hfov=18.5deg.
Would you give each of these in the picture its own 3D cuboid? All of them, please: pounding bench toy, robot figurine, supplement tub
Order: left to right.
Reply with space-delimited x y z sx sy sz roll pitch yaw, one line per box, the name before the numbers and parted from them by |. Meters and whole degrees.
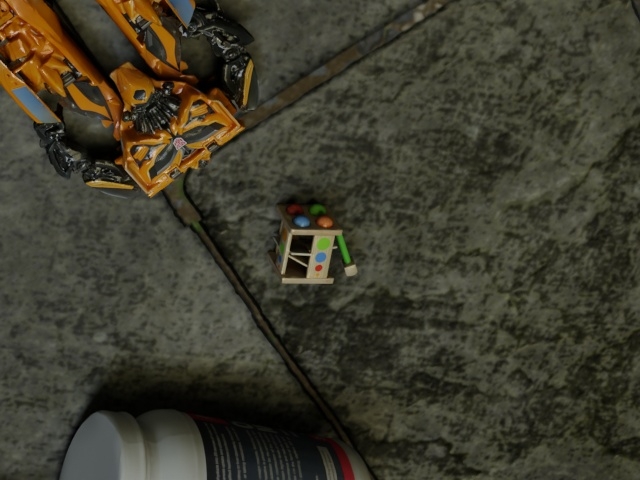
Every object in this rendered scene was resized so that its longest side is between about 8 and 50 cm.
robot figurine | -0.177 -0.155 1.682 0.211 0.085 0.291 -36 125 5
supplement tub | -0.101 0.267 1.898 0.272 0.191 0.191 13 114 -26
pounding bench toy | 0.000 0.000 1.859 0.083 0.052 0.065 1 119 -21
